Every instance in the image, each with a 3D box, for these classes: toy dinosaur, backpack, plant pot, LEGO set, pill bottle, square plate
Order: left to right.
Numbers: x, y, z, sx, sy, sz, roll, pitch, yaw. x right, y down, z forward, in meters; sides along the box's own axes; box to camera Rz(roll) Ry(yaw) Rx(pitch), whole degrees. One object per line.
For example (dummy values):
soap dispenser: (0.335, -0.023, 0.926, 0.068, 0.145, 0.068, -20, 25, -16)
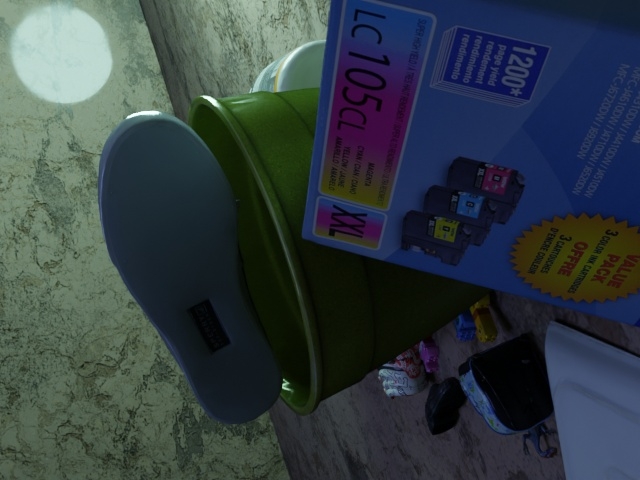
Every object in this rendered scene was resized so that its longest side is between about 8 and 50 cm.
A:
pill bottle: (-0.032, -0.242, 1.307, 0.278, 0.162, 0.162, -170, 63, -71)
plant pot: (0.074, -0.034, 0.891, 0.366, 0.353, 0.366, 161, 90, -73)
LEGO set: (0.204, 0.119, 1.094, 0.227, 0.087, 0.093, 94, 166, -51)
backpack: (0.251, 0.200, 1.017, 0.114, 0.105, 0.084, 64, 162, 19)
toy dinosaur: (0.304, 0.262, 1.064, 0.090, 0.047, 0.082, -71, -36, -62)
square plate: (0.373, 0.294, 0.841, 0.344, 0.049, 0.347, -153, 47, -66)

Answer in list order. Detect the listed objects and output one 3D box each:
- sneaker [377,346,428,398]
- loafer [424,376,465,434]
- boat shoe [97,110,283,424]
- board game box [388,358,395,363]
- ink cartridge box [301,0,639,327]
sneaker: (0.116, 0.225, 1.463, 0.270, 0.090, 0.144, -5, 101, 69)
loafer: (0.205, 0.273, 1.304, 0.170, 0.062, 0.061, 97, 154, -52)
boat shoe: (-0.139, 0.018, 0.814, 0.156, 0.136, 0.367, 50, 163, 56)
board game box: (0.057, 0.025, 1.221, 0.291, 0.141, 0.232, 92, 178, -48)
ink cartridge box: (0.201, -0.081, 0.561, 0.270, 0.396, 0.151, 98, -173, -52)
